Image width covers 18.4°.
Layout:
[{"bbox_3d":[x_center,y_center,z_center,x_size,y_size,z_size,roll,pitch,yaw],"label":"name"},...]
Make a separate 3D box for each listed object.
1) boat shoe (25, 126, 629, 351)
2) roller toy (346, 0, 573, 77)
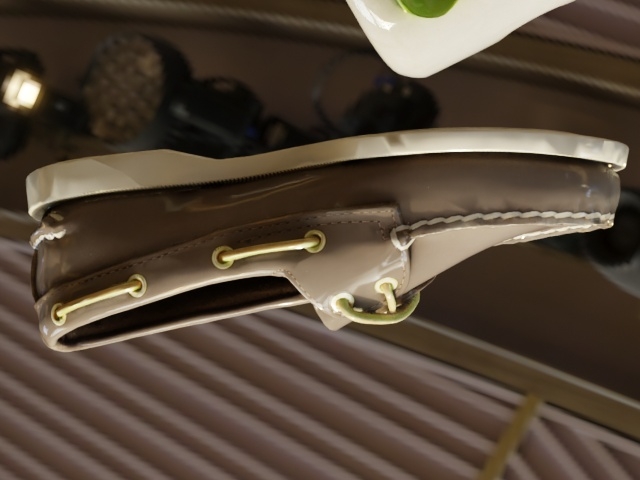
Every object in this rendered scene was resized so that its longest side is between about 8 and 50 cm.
[{"bbox_3d":[0.000,0.000,1.026,0.324,0.116,0.096,-5,-100,15],"label":"boat shoe"},{"bbox_3d":[0.068,-0.208,1.153,0.146,0.191,0.209,-27,-114,9],"label":"roller toy"}]
